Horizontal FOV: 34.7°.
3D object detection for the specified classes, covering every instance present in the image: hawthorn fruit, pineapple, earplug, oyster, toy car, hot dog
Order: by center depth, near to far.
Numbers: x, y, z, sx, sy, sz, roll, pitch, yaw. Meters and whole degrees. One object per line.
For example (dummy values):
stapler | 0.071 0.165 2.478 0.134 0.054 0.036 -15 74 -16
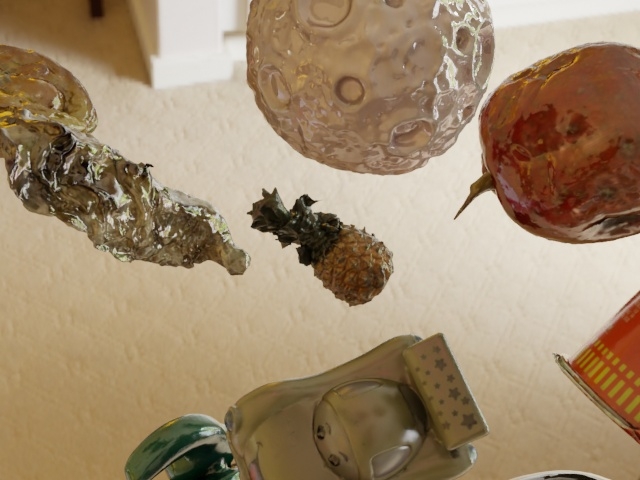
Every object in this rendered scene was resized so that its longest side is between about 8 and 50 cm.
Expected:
oyster | -0.251 -0.071 1.223 0.111 0.396 0.204 -50 53 7
hawthorn fruit | 0.317 -0.117 1.245 0.262 0.258 0.258 14 47 14
hot dog | -0.435 -0.172 1.340 0.272 0.122 0.196 0 37 6
toy car | 0.050 0.287 1.491 0.336 0.226 0.242 -20 74 -15
earplug | -0.194 0.406 1.662 0.164 0.280 0.257 -19 6 -1
pineapple | -0.001 0.001 1.676 0.248 0.128 0.128 36 46 -16

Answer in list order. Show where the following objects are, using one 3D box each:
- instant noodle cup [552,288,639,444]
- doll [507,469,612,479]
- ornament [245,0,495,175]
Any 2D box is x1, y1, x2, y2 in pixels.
instant noodle cup | 0.308 0.064 0.739 0.193 0.193 0.212 43 101 28
doll | 0.163 0.353 0.895 0.383 0.378 0.252 -23 17 13
ornament | 0.056 -0.191 1.023 0.225 0.259 0.259 9 45 24
